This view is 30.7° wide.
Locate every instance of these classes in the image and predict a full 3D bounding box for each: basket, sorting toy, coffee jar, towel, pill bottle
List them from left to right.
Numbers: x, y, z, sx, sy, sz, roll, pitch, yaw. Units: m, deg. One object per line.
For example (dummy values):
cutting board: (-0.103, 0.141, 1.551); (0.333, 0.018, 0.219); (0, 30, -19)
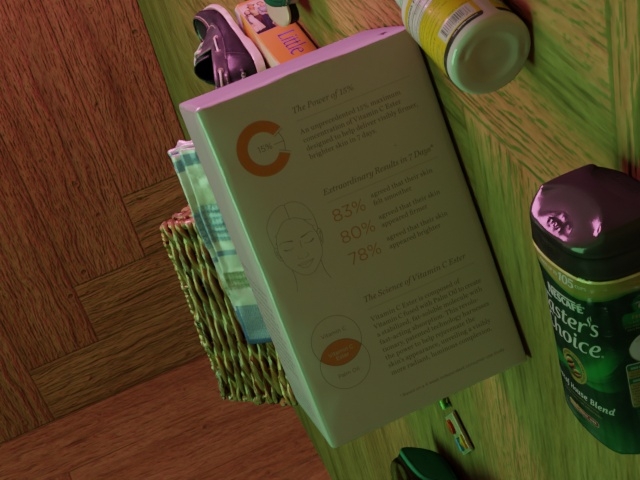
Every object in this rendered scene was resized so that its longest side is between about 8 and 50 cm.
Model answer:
towel: (-0.051, -0.005, 1.421); (0.034, 0.209, 0.285); (-50, -54, -53)
basket: (-0.043, 0.050, 1.613); (0.213, 0.223, 0.299); (-3, 114, 35)
sorting toy: (0.177, 0.246, 1.558); (0.062, 0.012, 0.083); (98, 147, -73)
pill bottle: (0.099, -0.162, 0.854); (0.065, 0.065, 0.116); (76, 168, -44)
coffee jar: (0.194, 0.045, 0.769); (0.096, 0.079, 0.184); (-129, 19, -59)

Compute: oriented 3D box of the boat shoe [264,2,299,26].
boat shoe: (-0.053, -0.309, 1.438); (0.133, 0.042, 0.049); (-122, 33, -42)

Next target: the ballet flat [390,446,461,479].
ballet flat: (0.159, 0.380, 1.606); (0.342, 0.116, 0.124); (-165, 82, -79)

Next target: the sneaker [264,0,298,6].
sneaker: (-0.123, -0.398, 1.359); (0.108, 0.121, 0.302); (129, 118, -80)

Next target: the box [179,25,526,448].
box: (0.028, -0.010, 1.149); (0.168, 0.215, 0.345); (-147, 36, -74)

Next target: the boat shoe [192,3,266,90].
boat shoe: (-0.138, -0.251, 1.559); (0.233, 0.079, 0.084); (-124, 14, -52)

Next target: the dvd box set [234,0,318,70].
dvd box set: (0.016, -0.094, 1.496); (0.420, 0.062, 0.308); (-123, 14, -46)
